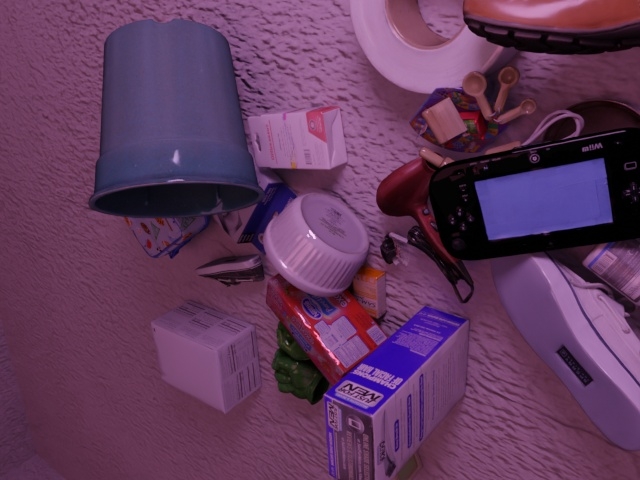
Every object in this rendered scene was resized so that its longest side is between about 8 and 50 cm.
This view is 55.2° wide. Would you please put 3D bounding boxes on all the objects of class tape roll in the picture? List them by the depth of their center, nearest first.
[{"bbox_3d":[0.185,-0.375,0.939,0.286,0.100,0.286,19,123,33],"label":"tape roll"}]

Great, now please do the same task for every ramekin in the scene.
[{"bbox_3d":[0.000,0.000,1.219,0.207,0.207,0.109,47,124,12],"label":"ramekin"}]

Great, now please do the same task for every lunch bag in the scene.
[{"bbox_3d":[-0.409,-0.079,1.562,0.243,0.115,0.303,57,147,-6],"label":"lunch bag"}]

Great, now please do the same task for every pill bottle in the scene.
[{"bbox_3d":[0.474,0.048,0.920,0.137,0.078,0.078,41,132,17],"label":"pill bottle"}]

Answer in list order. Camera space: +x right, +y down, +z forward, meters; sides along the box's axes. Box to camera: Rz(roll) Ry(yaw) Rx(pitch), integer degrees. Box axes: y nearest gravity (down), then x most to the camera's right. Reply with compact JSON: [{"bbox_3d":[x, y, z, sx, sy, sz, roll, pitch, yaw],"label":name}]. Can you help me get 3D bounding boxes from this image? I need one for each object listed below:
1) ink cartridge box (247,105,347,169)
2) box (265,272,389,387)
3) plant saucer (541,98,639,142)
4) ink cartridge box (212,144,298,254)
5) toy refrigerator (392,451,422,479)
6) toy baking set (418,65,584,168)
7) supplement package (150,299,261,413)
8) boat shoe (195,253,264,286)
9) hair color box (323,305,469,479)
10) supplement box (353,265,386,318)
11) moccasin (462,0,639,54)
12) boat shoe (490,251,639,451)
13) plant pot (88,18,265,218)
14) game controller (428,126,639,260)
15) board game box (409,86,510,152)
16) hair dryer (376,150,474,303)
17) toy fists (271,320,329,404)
[{"bbox_3d":[-0.049,-0.208,1.246,0.198,0.067,0.115,7,115,37],"label":"ink cartridge box"},{"bbox_3d":[0.008,0.169,1.307,0.257,0.128,0.122,49,154,19],"label":"box"},{"bbox_3d":[0.416,-0.129,0.915,0.169,0.029,0.168,20,123,33],"label":"plant saucer"},{"bbox_3d":[-0.177,-0.099,1.425,0.224,0.045,0.223,45,133,14],"label":"ink cartridge box"},{"bbox_3d":[0.135,0.424,1.384,0.094,0.102,0.269,-12,102,43],"label":"toy refrigerator"},{"bbox_3d":[0.274,-0.142,0.916,0.256,0.030,0.196,36,128,1],"label":"toy baking set"},{"bbox_3d":[-0.313,0.313,1.681,0.262,0.145,0.203,15,120,35],"label":"supplement package"},{"bbox_3d":[-0.231,0.083,1.541,0.219,0.078,0.070,-7,106,40],"label":"boat shoe"},{"bbox_3d":[0.150,0.283,1.131,0.110,0.339,0.185,15,120,34],"label":"hair color box"},{"bbox_3d":[0.104,0.109,1.296,0.062,0.036,0.098,14,120,36],"label":"supplement box"},{"bbox_3d":[0.368,-0.309,0.742,0.380,0.139,0.146,1,99,22],"label":"moccasin"},{"bbox_3d":[0.427,0.129,0.961,0.367,0.157,0.135,57,150,26],"label":"boat shoe"},{"bbox_3d":[-0.299,-0.237,1.241,0.341,0.341,0.333,-14,80,44],"label":"plant pot"},{"bbox_3d":[0.324,-0.062,0.893,0.319,0.067,0.166,-10,122,23],"label":"game controller"},{"bbox_3d":[0.219,-0.178,0.987,0.133,0.033,0.168,23,159,-7],"label":"board game box"},{"bbox_3d":[0.194,-0.040,1.095,0.224,0.080,0.293,26,144,37],"label":"hair dryer"},{"bbox_3d":[-0.046,0.268,1.465,0.142,0.096,0.279,30,129,27],"label":"toy fists"}]
